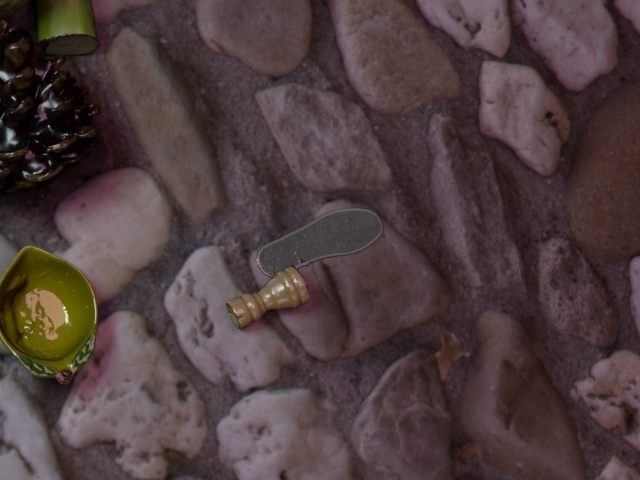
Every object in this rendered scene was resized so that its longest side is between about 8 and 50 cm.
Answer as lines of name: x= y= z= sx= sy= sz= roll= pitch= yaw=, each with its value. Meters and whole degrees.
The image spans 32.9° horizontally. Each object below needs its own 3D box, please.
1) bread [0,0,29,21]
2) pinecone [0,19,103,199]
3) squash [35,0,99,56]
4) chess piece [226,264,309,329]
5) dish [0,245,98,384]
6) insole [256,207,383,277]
bread: x=-0.564 y=-0.383 z=1.450 sx=0.375 sy=0.237 sz=0.165 roll=-4 pitch=78 yaw=-48
pinecone: x=-0.447 y=-0.175 z=1.531 sx=0.257 sy=0.243 sz=0.243 roll=44 pitch=67 yaw=-24
squash: x=-0.400 y=-0.386 z=1.680 sx=0.095 sy=0.095 sz=0.187 roll=-5 pitch=79 yaw=-20
chess piece: x=-0.085 y=0.091 z=1.692 sx=0.122 sy=0.066 sz=0.066 roll=-24 pitch=86 yaw=-16
dish: x=-0.400 y=0.113 z=1.567 sx=0.149 sy=0.080 sz=0.207 roll=-11 pitch=80 yaw=-25
insole: x=0.000 y=0.000 z=1.770 sx=0.232 sy=0.003 sz=0.080 roll=-20 pitch=84 yaw=-22
